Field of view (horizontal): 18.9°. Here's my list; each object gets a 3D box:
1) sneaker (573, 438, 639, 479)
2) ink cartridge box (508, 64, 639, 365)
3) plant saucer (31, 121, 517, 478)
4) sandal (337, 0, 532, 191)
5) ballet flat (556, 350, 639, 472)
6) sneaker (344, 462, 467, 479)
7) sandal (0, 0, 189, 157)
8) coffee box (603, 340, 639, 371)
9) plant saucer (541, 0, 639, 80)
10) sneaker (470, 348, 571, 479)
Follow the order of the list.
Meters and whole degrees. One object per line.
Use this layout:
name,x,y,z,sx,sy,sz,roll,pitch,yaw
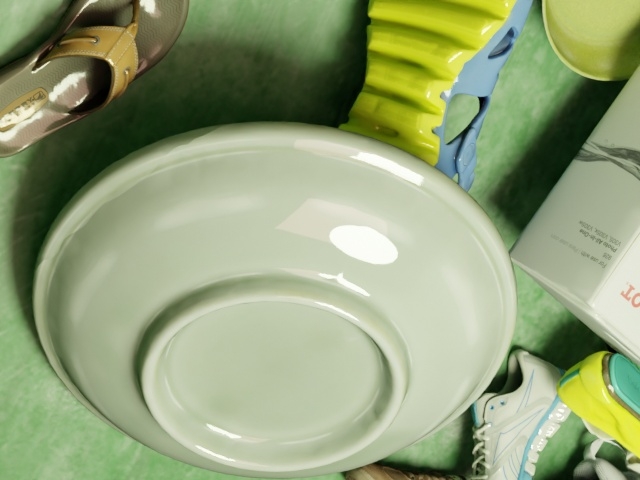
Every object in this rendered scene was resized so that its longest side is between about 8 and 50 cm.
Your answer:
sneaker,0.241,0.370,1.831,0.210,0.137,0.366,41,76,-19
ink cartridge box,0.327,-0.036,1.677,0.289,0.121,0.211,-54,133,-2
plant saucer,-0.038,0.084,1.558,0.400,0.100,0.400,1,133,1
sandal,0.100,-0.140,1.610,0.138,0.126,0.317,13,103,-62
ballet flat,0.303,0.178,1.786,0.077,0.077,0.231,-27,129,34
sneaker,0.099,0.240,1.801,0.188,0.066,0.071,40,78,-35
sandal,-0.190,-0.139,1.518,0.219,0.060,0.090,-36,120,-3
coffee box,0.367,0.086,1.836,0.184,0.040,0.113,-30,120,-6
plant saucer,0.279,-0.249,1.629,0.241,0.037,0.241,-20,134,-23
sneaker,0.162,0.186,1.775,0.083,0.071,0.190,35,69,-17
